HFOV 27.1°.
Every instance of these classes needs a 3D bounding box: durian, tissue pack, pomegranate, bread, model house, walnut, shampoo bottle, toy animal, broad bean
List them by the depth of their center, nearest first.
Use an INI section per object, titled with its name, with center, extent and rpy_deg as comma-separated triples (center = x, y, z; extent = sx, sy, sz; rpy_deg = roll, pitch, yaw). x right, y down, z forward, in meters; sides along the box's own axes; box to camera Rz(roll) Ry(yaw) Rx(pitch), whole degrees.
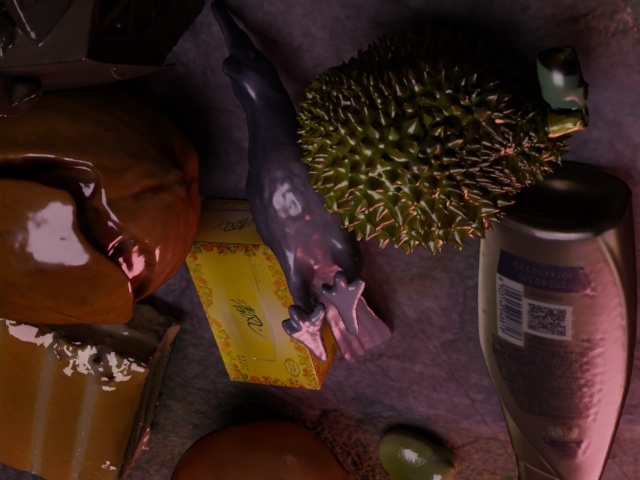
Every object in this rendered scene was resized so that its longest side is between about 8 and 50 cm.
[durian]
center = 0.079, -0.072, 0.936
extent = 0.159, 0.198, 0.146
rpy_deg = 41, 141, 53
[model house]
center = -0.237, -0.169, 0.943
extent = 0.211, 0.243, 0.204
rpy_deg = -3, 128, 28
[toy animal]
center = -0.002, 0.006, 1.036
extent = 0.081, 0.206, 0.367
rpy_deg = -21, 122, 5
[shampoo bottle]
center = 0.194, 0.096, 1.091
extent = 0.125, 0.084, 0.350
rpy_deg = 10, 134, 22
[walnut]
center = -0.245, -0.031, 1.116
extent = 0.336, 0.209, 0.209
rpy_deg = 5, 133, 38
[tissue pack]
center = -0.052, 0.050, 1.188
extent = 0.095, 0.062, 0.176
rpy_deg = 4, 132, 24
[broad bean]
center = 0.093, 0.214, 1.283
extent = 0.083, 0.045, 0.063
rpy_deg = 20, 135, 19
[pomegranate]
center = -0.065, 0.277, 1.305
extent = 0.209, 0.209, 0.209
rpy_deg = 14, 135, 15
[bread]
center = -0.275, 0.126, 1.337
extent = 0.239, 0.111, 0.246
rpy_deg = 21, 134, 4
